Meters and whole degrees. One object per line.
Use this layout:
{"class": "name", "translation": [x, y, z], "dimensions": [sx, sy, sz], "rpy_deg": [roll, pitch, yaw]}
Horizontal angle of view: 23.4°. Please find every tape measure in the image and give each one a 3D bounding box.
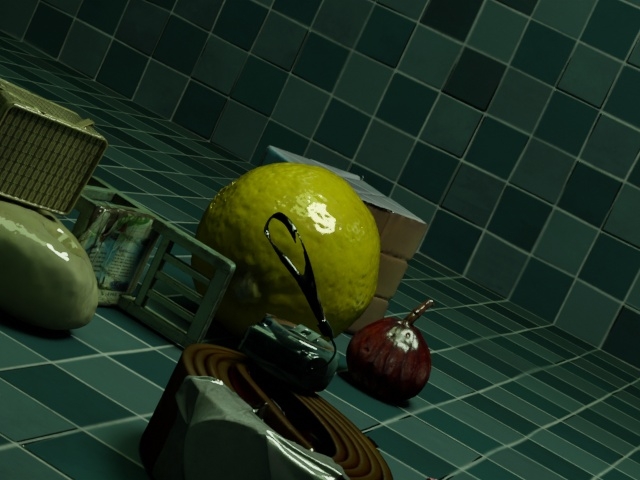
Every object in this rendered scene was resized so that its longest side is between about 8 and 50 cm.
{"class": "tape measure", "translation": [-0.016, 0.066, 1.634], "dimensions": [0.104, 0.180, 0.107], "rpy_deg": [12, 2, 14]}

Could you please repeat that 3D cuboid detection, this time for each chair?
{"class": "chair", "translation": [-0.269, 0.023, 1.982], "dimensions": [0.270, 0.136, 0.147], "rpy_deg": [32, 12, 29]}

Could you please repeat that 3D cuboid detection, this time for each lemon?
{"class": "lemon", "translation": [-0.046, 0.023, 2.172], "dimensions": [0.293, 0.293, 0.293], "rpy_deg": [25, 9, -4]}

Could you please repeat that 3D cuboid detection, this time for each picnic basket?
{"class": "picnic basket", "translation": [-0.341, -0.108, 1.788], "dimensions": [0.164, 0.115, 0.079], "rpy_deg": [21, 14, -44]}

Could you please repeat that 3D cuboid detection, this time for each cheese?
{"class": "cheese", "translation": [-0.398, -0.013, 1.875], "dimensions": [0.328, 0.130, 0.351], "rpy_deg": [30, 9, 0]}

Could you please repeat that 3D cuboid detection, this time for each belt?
{"class": "belt", "translation": [-0.055, 0.213, 1.520], "dimensions": [0.217, 0.122, 0.338], "rpy_deg": [23, 9, -26]}

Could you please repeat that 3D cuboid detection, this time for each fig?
{"class": "fig", "translation": [0.114, 0.169, 2.239], "dimensions": [0.128, 0.150, 0.128], "rpy_deg": [53, 21, -30]}

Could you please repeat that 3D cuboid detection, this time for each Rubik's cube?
{"class": "Rubik's cube", "translation": [0.000, 0.000, 2.562], "dimensions": [0.221, 0.225, 0.231], "rpy_deg": [19, 11, -36]}

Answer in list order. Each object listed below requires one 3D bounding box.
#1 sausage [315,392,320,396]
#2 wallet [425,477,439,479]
{"class": "sausage", "translation": [-0.036, 0.189, 1.998], "dimensions": [0.031, 0.031, 0.107], "rpy_deg": [19, 11, -36]}
{"class": "wallet", "translation": [0.240, 0.340, 1.902], "dimensions": [0.232, 0.025, 0.119], "rpy_deg": [18, 12, -40]}
